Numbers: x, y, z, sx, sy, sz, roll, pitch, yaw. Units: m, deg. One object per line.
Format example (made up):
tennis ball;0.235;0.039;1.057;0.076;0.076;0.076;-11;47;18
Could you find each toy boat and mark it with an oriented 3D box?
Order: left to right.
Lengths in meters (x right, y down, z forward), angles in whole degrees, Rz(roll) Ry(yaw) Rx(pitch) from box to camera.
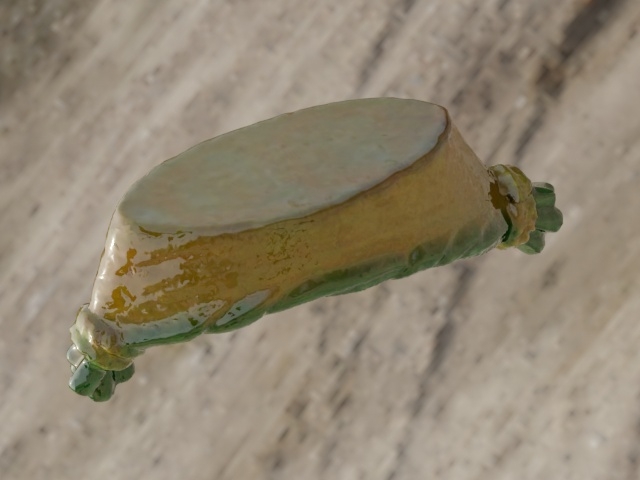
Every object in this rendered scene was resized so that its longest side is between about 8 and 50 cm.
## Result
toy boat;0.000;0.000;0.772;0.229;0.088;0.089;-19;40;-17
